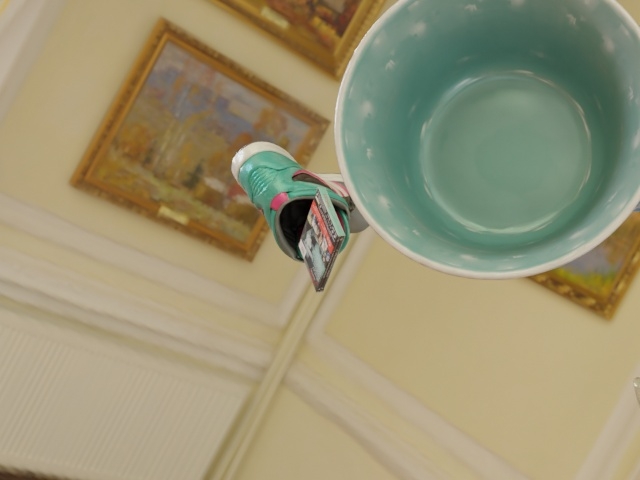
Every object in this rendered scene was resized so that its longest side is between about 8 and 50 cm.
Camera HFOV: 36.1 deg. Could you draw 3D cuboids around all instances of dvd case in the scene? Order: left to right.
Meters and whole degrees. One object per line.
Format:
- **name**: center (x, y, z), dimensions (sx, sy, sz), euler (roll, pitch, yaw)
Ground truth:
- **dvd case**: center (0.000, 0.000, 1.313), dimensions (0.013, 0.119, 0.087), euler (-4, 50, -23)

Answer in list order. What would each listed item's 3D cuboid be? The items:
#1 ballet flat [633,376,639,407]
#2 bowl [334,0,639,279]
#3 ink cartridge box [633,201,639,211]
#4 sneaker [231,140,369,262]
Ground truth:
- **ballet flat**: center (0.452, 0.250, 1.259), dimensions (0.168, 0.052, 0.057), euler (47, 5, 8)
- **bowl**: center (0.184, -0.105, 0.999), dimensions (0.311, 0.311, 0.163), euler (29, 0, 18)
- **ink cartridge box**: center (0.558, -0.125, 1.536), dimensions (0.203, 0.148, 0.086), euler (1, -30, -13)
- **sneaker**: center (0.007, -0.037, 1.518), dimensions (0.295, 0.124, 0.178), euler (21, 28, -43)
